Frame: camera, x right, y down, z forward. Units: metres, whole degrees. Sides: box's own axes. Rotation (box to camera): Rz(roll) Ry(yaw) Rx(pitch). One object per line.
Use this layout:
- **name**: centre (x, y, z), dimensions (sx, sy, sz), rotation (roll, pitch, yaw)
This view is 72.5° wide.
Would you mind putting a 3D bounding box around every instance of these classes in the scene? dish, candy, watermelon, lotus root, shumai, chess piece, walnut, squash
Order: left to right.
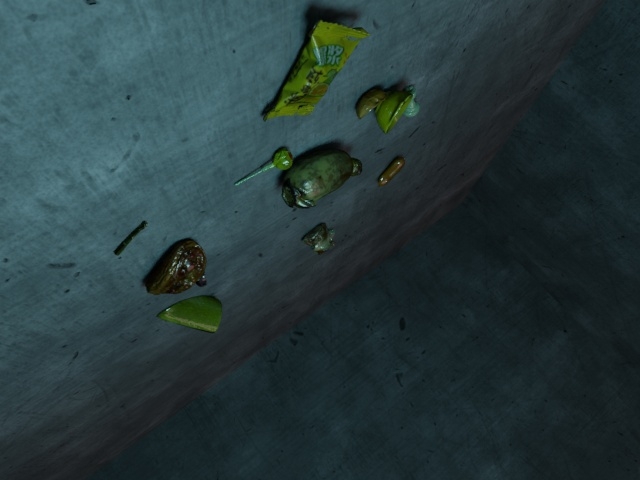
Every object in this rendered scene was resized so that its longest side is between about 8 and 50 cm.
- **squash**: centre (-0.524, 0.261, 1.761), dimensions (0.252, 0.169, 0.093), rotation (26, 115, -34)
- **candy**: centre (-0.169, -0.210, 1.291), dimensions (0.194, 0.062, 0.058), rotation (-28, 159, -4)
- **candy**: centre (-0.018, -0.404, 1.062), dimensions (0.187, 0.081, 0.297), rotation (-22, 167, -43)
- **shumai**: centre (0.001, 0.001, 2.027), dimensions (0.145, 0.116, 0.145), rotation (-35, 160, -15)
- **watermelon**: centre (0.004, 0.018, 2.172), dimensions (0.101, 0.080, 0.155), rotation (-12, 165, -39)
- **lotus root**: centre (0.005, -0.215, 1.449), dimensions (0.309, 0.173, 0.173), rotation (-29, 160, -29)
- **walnut**: centre (0.153, -0.434, 1.367), dimensions (0.121, 0.052, 0.091), rotation (-42, -170, -13)
- **dish**: centre (0.232, -0.438, 1.444), dimensions (0.149, 0.080, 0.208), rotation (-54, 175, -1)
- **chess piece**: centre (0.318, -0.496, 1.550), dimensions (0.067, 0.067, 0.103), rotation (-38, 154, -5)

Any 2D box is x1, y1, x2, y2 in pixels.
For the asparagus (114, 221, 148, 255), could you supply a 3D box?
- **asparagus**: centre (-0.500, -0.006, 1.154), dimensions (0.127, 0.018, 0.015), rotation (-43, -163, 11)

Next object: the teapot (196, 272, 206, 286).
- **teapot**: centre (-0.429, 0.124, 1.547), dimensions (0.045, 0.068, 0.100), rotation (-34, 128, -29)

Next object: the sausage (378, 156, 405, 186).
- **sausage**: centre (0.326, -0.318, 2.010), dimensions (0.062, 0.054, 0.183), rotation (15, 133, -30)

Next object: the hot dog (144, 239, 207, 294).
- **hot dog**: centre (-0.452, 0.096, 1.377), dimensions (0.227, 0.099, 0.160), rotation (-51, 160, 24)
